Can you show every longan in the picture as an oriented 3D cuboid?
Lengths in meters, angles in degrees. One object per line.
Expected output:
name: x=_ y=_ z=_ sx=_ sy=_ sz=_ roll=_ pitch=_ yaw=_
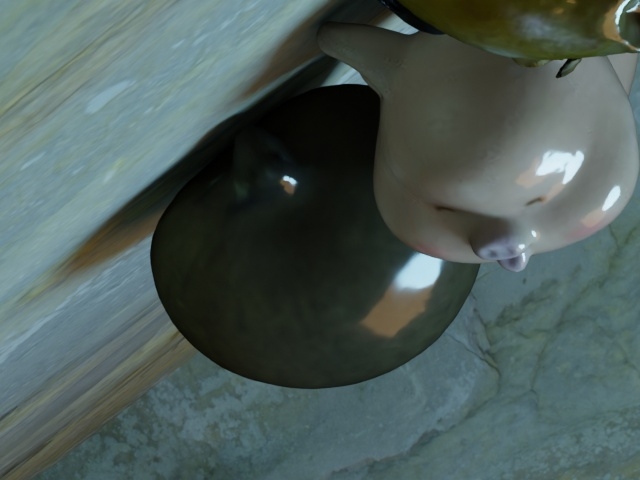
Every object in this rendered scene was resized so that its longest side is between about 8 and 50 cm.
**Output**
longan: x=0.000 y=0.000 z=1.618 sx=0.300 sy=0.243 sz=0.300 roll=-22 pitch=144 yaw=-17

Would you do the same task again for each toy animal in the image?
toy animal: x=0.155 y=-0.124 z=1.464 sx=0.237 sy=0.326 sz=0.269 roll=-6 pitch=149 yaw=24

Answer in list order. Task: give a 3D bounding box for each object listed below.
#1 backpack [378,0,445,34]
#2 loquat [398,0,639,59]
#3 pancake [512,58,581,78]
backpack: x=0.123 y=-0.214 z=1.065 sx=0.258 sy=0.133 sz=0.206 roll=-44 pitch=178 yaw=7
loquat: x=0.078 y=-0.157 z=0.783 sx=0.152 sy=0.195 sz=0.152 roll=-33 pitch=161 yaw=-13
pancake: x=0.242 y=-0.257 z=1.183 sx=0.382 sy=0.071 sz=0.382 roll=-48 pitch=-166 yaw=16
